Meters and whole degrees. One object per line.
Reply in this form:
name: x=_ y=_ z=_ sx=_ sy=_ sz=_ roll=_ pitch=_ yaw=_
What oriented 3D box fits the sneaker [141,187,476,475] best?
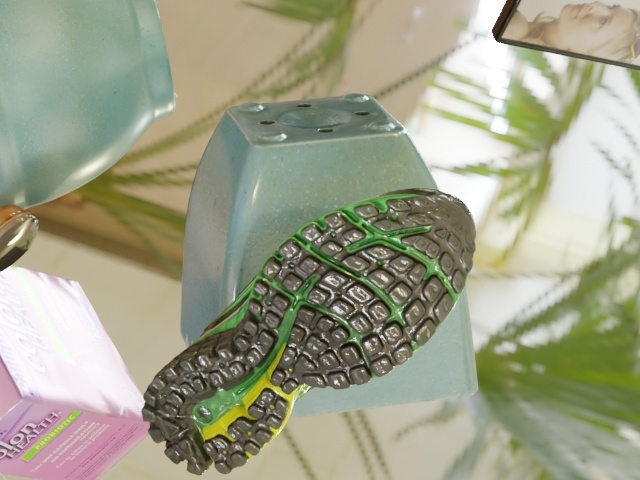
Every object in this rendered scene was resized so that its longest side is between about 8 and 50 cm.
sneaker: x=-0.007 y=0.053 z=1.505 sx=0.343 sy=0.134 sz=0.146 roll=-35 pitch=-170 yaw=33

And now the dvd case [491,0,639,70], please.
dvd case: x=0.306 y=-0.239 z=1.719 sx=0.022 sy=0.253 sz=0.180 roll=-108 pitch=-146 yaw=-45

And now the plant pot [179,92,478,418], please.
plant pot: x=0.000 y=0.000 z=1.742 sx=0.248 sy=0.247 sz=0.252 roll=-125 pitch=-148 yaw=-67

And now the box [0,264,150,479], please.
box: x=-0.327 y=0.138 z=1.981 sx=0.117 sy=0.213 sz=0.243 roll=-43 pitch=151 yaw=17

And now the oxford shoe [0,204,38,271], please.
oxford shoe: x=-0.327 y=0.009 z=1.695 sx=0.076 sy=0.076 sz=0.212 roll=-27 pitch=174 yaw=-39

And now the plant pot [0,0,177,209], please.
plant pot: x=-0.255 y=-0.184 z=1.788 sx=0.293 sy=0.196 sz=0.293 roll=165 pitch=-90 yaw=-79

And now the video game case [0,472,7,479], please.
video game case: x=-0.286 y=0.255 z=1.544 sx=0.166 sy=0.015 sz=0.119 roll=57 pitch=40 yaw=-38
